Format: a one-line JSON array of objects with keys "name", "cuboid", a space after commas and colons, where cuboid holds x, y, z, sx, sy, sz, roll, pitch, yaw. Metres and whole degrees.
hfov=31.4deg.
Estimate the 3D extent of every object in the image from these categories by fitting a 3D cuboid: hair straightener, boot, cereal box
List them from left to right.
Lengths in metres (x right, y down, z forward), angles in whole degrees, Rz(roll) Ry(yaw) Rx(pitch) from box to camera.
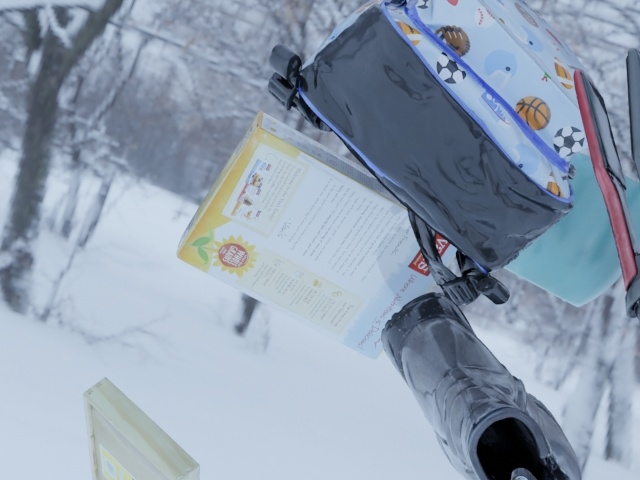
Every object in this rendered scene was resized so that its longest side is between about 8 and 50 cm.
[{"name": "cereal box", "cuboid": [0.000, 0.000, 1.143, 0.240, 0.173, 0.047, 29, 27, -14]}, {"name": "boot", "cuboid": [0.184, 0.218, 1.068, 0.338, 0.118, 0.223, 45, 7, -35]}, {"name": "hair straightener", "cuboid": [0.222, -0.035, 0.734, 0.089, 0.230, 0.047, -22, -41, 28]}]

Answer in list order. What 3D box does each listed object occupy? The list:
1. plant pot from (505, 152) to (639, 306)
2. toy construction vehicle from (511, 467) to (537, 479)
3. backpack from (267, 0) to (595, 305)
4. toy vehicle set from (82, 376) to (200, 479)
[{"name": "plant pot", "cuboid": [0.439, -0.022, 2.046, 0.293, 0.235, 0.293, 27, 3, -1]}, {"name": "toy construction vehicle", "cuboid": [0.116, 0.181, 0.591, 0.035, 0.086, 0.098, -26, -58, 33]}, {"name": "backpack", "cuboid": [0.115, -0.124, 0.999, 0.276, 0.213, 0.263, 49, 13, -11]}, {"name": "toy vehicle set", "cuboid": [-0.219, 0.301, 1.399, 0.166, 0.035, 0.267, 38, -35, 23]}]
